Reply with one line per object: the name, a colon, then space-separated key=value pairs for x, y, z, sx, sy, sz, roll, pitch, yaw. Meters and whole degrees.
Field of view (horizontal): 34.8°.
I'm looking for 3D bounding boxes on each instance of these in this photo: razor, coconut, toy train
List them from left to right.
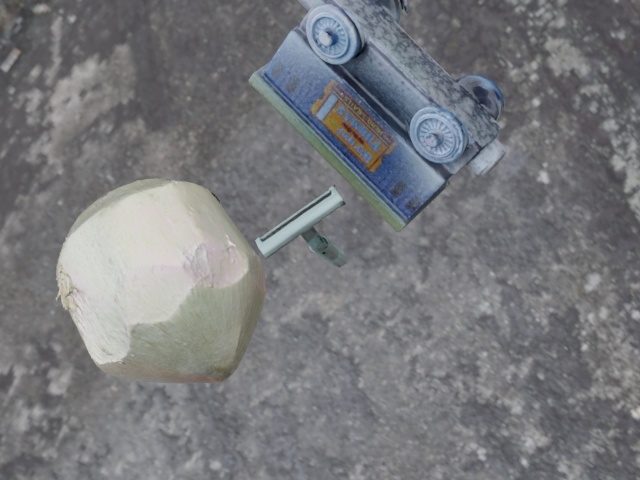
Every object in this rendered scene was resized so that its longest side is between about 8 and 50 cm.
coconut: x=-0.166 y=0.055 z=1.118 sx=0.224 sy=0.224 sz=0.234 roll=-38 pitch=57 yaw=17
razor: x=0.004 y=0.006 z=0.960 sx=0.084 sy=0.211 sz=0.036 roll=-34 pitch=74 yaw=3
toy train: x=0.067 y=-0.163 z=1.196 sx=0.131 sy=0.299 sz=0.202 roll=-42 pitch=-3 yaw=-41
